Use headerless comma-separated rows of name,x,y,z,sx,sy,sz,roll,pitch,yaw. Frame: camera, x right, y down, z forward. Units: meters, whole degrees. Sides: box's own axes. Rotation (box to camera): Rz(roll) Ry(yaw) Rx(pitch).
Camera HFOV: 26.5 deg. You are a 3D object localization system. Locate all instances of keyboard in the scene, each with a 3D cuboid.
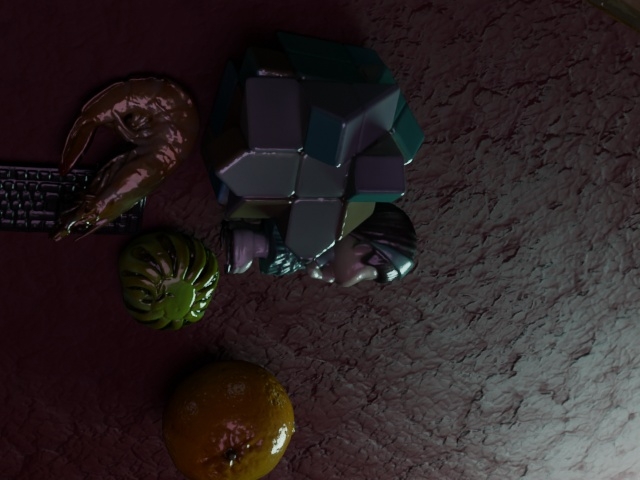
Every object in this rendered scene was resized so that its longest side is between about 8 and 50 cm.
keyboard,-0.360,-0.053,1.601,0.310,0.018,0.100,3,123,-18

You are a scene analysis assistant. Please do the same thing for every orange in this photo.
orange,-0.121,0.245,1.797,0.178,0.155,0.177,-9,138,-8

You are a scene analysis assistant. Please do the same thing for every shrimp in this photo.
shrimp,-0.241,-0.095,1.568,0.236,0.053,0.133,-44,122,2

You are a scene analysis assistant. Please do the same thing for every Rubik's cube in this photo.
Rubik's cube,-0.006,-0.102,1.548,0.265,0.213,0.224,6,121,-22

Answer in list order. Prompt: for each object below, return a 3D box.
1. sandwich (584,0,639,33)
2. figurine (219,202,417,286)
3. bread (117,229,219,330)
sandwich,0.344,-0.323,1.618,0.163,0.113,0.079,31,116,6
figurine,0.000,0.000,1.682,0.246,0.138,0.110,1,107,-11
bread,-0.191,0.054,1.693,0.130,0.071,0.139,4,123,-23
